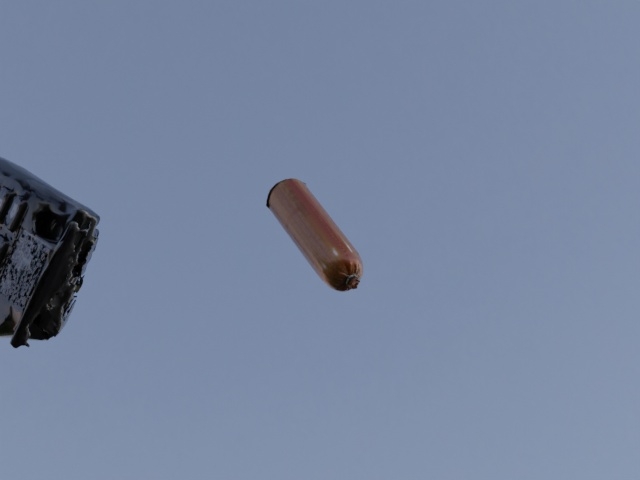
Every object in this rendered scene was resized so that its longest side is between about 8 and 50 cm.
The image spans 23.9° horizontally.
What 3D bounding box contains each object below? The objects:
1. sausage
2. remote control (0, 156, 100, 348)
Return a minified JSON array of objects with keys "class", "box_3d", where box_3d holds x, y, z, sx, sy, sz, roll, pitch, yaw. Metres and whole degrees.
[{"class":"sausage","box_3d":[0.000,0.000,0.969,0.031,0.107,0.031,-16,-50,-20]},{"class":"remote control","box_3d":[-0.305,-0.020,1.305,0.062,0.399,0.145,25,-89,-39]}]
